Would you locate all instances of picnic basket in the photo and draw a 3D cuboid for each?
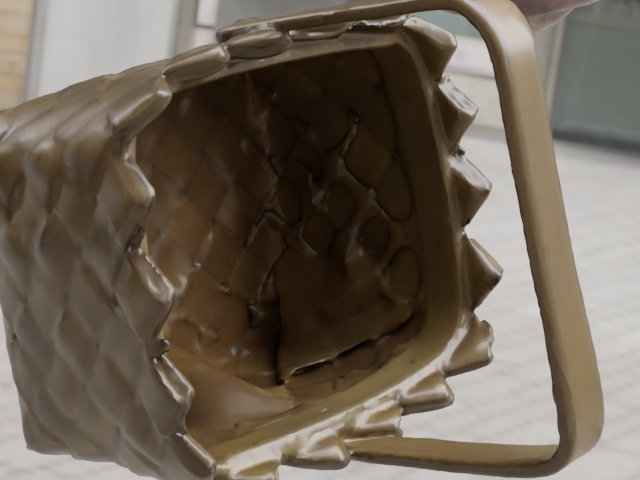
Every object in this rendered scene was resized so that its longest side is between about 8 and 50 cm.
[{"bbox_3d":[0.000,0.000,0.974,0.321,0.254,0.291,-2,13,43],"label":"picnic basket"}]

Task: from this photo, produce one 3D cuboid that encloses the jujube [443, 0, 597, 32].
[{"bbox_3d":[0.086,-0.276,1.365,0.216,0.216,0.342,-4,31,-48],"label":"jujube"}]
